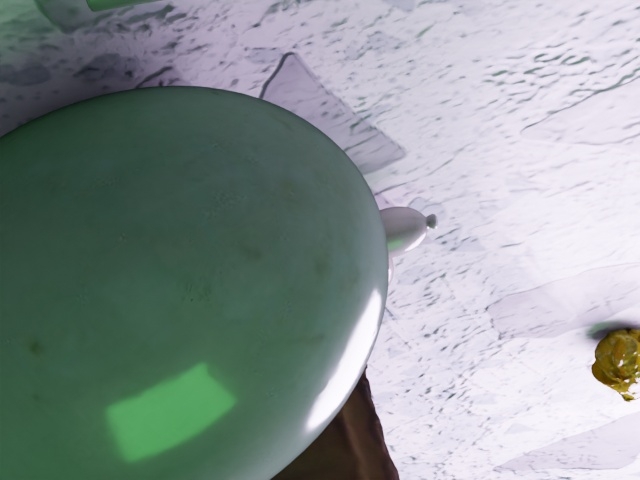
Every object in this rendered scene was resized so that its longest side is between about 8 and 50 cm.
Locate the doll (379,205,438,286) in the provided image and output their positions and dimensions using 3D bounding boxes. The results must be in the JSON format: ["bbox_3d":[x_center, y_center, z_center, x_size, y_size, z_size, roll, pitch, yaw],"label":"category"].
[{"bbox_3d":[0.000,0.000,1.265,0.161,0.059,0.160,-23,150,21],"label":"doll"}]

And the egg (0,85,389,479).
[{"bbox_3d":[-0.132,0.052,1.084,0.389,0.276,0.276,-28,148,26],"label":"egg"}]

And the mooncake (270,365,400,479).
[{"bbox_3d":[-0.007,0.259,1.476,0.187,0.324,0.324,-15,152,1],"label":"mooncake"}]

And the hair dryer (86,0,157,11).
[{"bbox_3d":[-0.110,-0.176,0.929,0.063,0.038,0.124,-11,147,1],"label":"hair dryer"}]

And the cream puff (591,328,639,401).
[{"bbox_3d":[0.292,0.117,1.582,0.083,0.058,0.083,-6,150,-13],"label":"cream puff"}]
